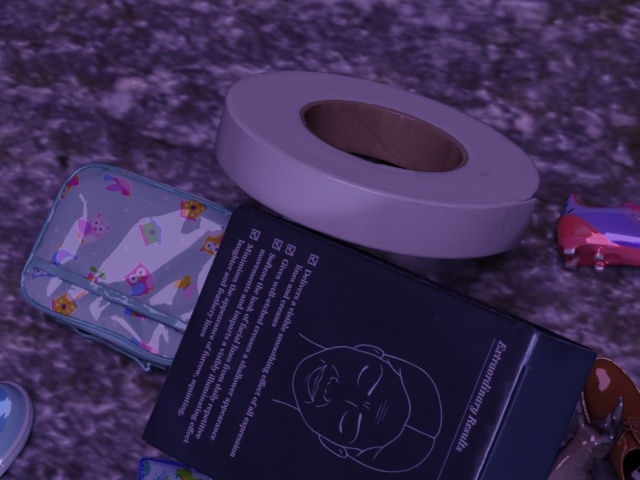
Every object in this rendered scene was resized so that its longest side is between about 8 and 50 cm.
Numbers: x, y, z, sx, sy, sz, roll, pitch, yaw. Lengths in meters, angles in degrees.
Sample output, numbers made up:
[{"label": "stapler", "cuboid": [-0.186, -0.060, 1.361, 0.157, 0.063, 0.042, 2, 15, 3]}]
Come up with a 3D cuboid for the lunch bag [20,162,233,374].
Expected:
[{"label": "lunch bag", "cuboid": [-0.223, 0.042, 2.003, 0.279, 0.108, 0.224, 21, 74, 15]}]

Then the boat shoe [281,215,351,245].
[{"label": "boat shoe", "cuboid": [0.000, 0.000, 2.004, 0.084, 0.095, 0.258, -12, 79, 0]}]

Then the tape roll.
[{"label": "tape roll", "cuboid": [0.069, -0.096, 1.888, 0.392, 0.392, 0.072, 23, 114, 16]}]

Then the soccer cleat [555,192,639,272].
[{"label": "soccer cleat", "cuboid": [0.412, -0.003, 1.944, 0.248, 0.083, 0.095, 6, 67, 13]}]

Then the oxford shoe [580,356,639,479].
[{"label": "oxford shoe", "cuboid": [0.362, 0.228, 1.869, 0.076, 0.076, 0.212, -20, 67, 2]}]

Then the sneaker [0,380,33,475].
[{"label": "sneaker", "cuboid": [-0.506, 0.256, 1.914, 0.319, 0.208, 0.127, -33, 68, -5]}]

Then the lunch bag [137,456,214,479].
[{"label": "lunch bag", "cuboid": [-0.137, 0.312, 1.882, 0.151, 0.129, 0.096, 11, 76, 13]}]

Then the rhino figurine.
[{"label": "rhino figurine", "cuboid": [0.278, 0.279, 1.813, 0.073, 0.106, 0.243, 38, 97, 35]}]

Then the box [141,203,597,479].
[{"label": "box", "cuboid": [0.053, 0.172, 1.767, 0.395, 0.212, 0.293, 24, 92, 29]}]
